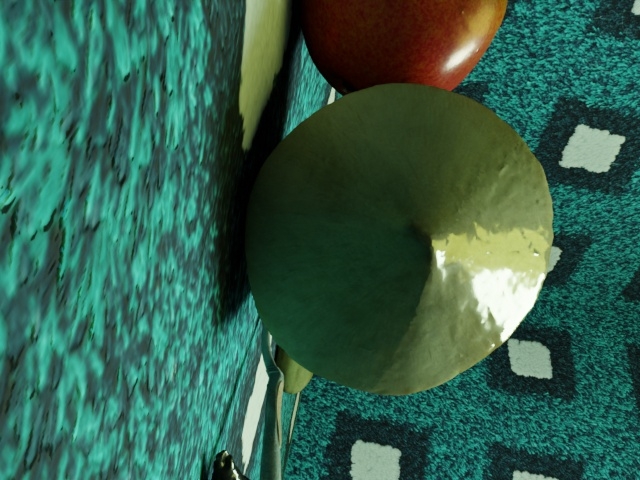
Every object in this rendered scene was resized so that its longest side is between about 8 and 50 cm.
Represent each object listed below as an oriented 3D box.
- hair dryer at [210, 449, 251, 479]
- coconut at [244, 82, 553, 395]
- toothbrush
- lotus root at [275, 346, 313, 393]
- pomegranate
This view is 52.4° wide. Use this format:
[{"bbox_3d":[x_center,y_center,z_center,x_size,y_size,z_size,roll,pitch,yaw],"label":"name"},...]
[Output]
[{"bbox_3d":[-0.089,0.364,0.688,0.189,0.107,0.352,-96,-178,-59],"label":"hair dryer"},{"bbox_3d":[0.074,-0.005,0.642,0.329,0.328,0.329,10,90,-87],"label":"coconut"},{"bbox_3d":[-0.055,0.192,0.742,0.375,0.037,0.028,-92,170,-50],"label":"toothbrush"},{"bbox_3d":[-0.040,0.200,1.212,0.090,0.077,0.183,-72,173,-73],"label":"lotus root"},{"bbox_3d":[0.097,-0.262,0.690,0.256,0.221,0.221,-43,172,-5],"label":"pomegranate"}]
